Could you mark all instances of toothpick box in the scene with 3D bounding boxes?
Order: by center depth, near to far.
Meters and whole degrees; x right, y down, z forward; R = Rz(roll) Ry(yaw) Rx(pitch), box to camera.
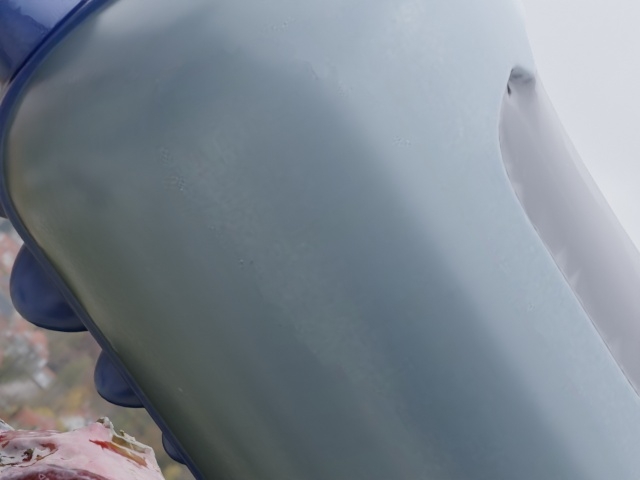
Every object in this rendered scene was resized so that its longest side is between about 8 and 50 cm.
[{"bbox_3d":[0.000,0.000,0.573,0.355,0.263,0.263,58,-13,-21],"label":"toothpick box"}]

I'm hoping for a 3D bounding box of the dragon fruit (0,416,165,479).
[{"bbox_3d":[-0.153,0.221,0.761,0.282,0.211,0.147,69,-23,15],"label":"dragon fruit"}]
